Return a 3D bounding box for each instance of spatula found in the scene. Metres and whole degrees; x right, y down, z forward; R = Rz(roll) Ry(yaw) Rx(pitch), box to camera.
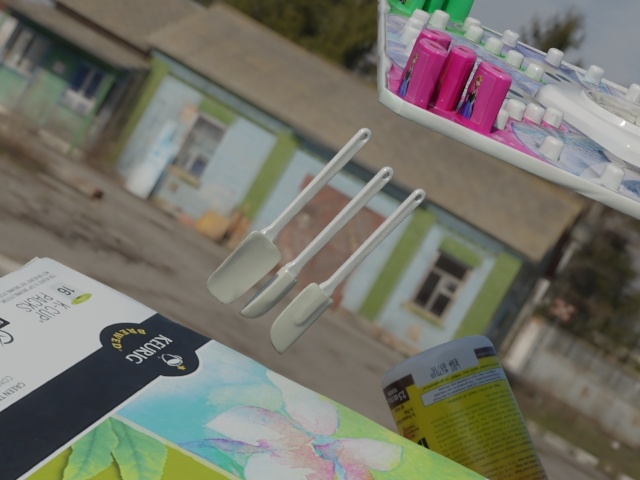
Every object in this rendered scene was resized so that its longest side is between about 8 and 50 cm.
[{"bbox_3d":[0.000,0.000,1.648,0.168,0.242,0.019,46,-2,-42],"label":"spatula"}]

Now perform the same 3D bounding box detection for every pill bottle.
[{"bbox_3d":[0.146,0.207,1.461,0.215,0.117,0.117,68,11,13],"label":"pill bottle"}]

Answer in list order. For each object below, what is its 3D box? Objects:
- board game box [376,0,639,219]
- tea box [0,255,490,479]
[{"bbox_3d":[0.229,-0.091,1.125,0.390,0.050,0.390,23,19,-6],"label":"board game box"},{"bbox_3d":[-0.108,0.203,0.715,0.323,0.220,0.329,26,22,12],"label":"tea box"}]
